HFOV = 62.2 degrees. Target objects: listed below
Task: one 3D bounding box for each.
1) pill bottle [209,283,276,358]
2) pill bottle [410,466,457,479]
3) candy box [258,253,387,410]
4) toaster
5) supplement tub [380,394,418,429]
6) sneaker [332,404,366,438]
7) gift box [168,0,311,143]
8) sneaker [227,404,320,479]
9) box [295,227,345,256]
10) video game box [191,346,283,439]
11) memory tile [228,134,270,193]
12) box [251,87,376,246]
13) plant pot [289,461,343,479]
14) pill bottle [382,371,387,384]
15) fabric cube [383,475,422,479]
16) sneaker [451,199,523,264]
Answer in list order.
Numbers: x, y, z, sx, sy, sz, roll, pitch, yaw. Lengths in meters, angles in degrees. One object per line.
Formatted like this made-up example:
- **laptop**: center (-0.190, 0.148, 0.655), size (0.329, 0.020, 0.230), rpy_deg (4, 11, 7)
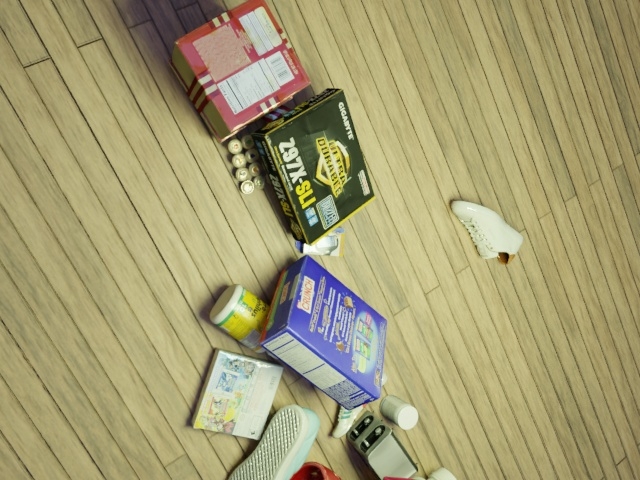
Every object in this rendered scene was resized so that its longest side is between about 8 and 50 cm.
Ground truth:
- **pill bottle**: center (-0.169, 0.214, 1.362), size (0.208, 0.117, 0.118), rpy_deg (40, 79, -19)
- **pill bottle**: center (0.266, 0.805, 1.539), size (0.318, 0.176, 0.177), rpy_deg (-27, 102, -18)
- **candy box**: center (0.019, 0.233, 1.362), size (0.317, 0.122, 0.268), rpy_deg (42, 35, -20)
- **toaster**: center (0.175, 0.598, 1.499), size (0.110, 0.168, 0.186), rpy_deg (-37, 104, -13)
- **supplement tub**: center (0.227, 0.498, 1.544), size (0.070, 0.107, 0.071), rpy_deg (-1, 94, -22)
- **sneaker**: center (0.071, 0.483, 1.516), size (0.075, 0.057, 0.161), rpy_deg (40, 79, -2)
- **gift box**: center (-0.176, -0.389, 1.248), size (0.276, 0.258, 0.255), rpy_deg (-30, 103, -14)
- **sneaker**: center (-0.115, 0.606, 1.405), size (0.366, 0.135, 0.150), rpy_deg (-54, 141, 5)
- **box**: center (0.000, 0.000, 1.467), size (0.136, 0.028, 0.081), rpy_deg (4, 92, -24)
- **video game box**: center (-0.217, 0.404, 1.392), size (0.186, 0.048, 0.205), rpy_deg (21, 85, -25)
- **memory tile**: center (-0.173, -0.202, 1.376), size (0.113, 0.012, 0.148), rpy_deg (-22, 115, -20)
- **box**: center (-0.006, -0.187, 1.361), size (0.257, 0.079, 0.322), rpy_deg (-35, 123, -24)
- **plant pot**: center (0.007, 0.719, 1.428), size (0.174, 0.191, 0.191), rpy_deg (38, 79, -26)
- **pill bottle**: center (0.139, 0.364, 1.522), size (0.067, 0.067, 0.120), rpy_deg (-44, 107, -14)
- **fabric cube**: center (0.302, 0.772, 1.322), size (0.258, 0.258, 0.255), rpy_deg (12, 85, -20)
- **sneaker**: center (0.506, -0.017, 1.628), size (0.290, 0.106, 0.123), rpy_deg (30, 79, -22)
